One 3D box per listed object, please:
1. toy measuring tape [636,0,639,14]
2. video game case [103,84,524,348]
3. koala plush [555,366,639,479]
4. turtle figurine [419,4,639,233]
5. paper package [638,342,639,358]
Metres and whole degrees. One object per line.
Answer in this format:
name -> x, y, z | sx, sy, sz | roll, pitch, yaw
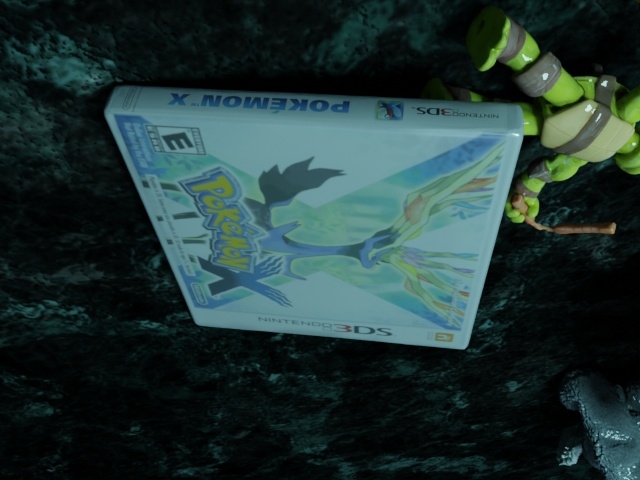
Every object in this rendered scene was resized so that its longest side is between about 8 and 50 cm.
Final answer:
toy measuring tape -> 0.293, -0.157, 0.382 | 0.330, 0.121, 0.121 | 17, 143, 7
video game case -> 0.000, 0.000, 0.612 | 0.300, 0.036, 0.329 | 4, 145, 7
koala plush -> 0.479, 0.317, 1.100 | 0.196, 0.203, 0.221 | -7, 156, -2
turtle figurine -> 0.203, -0.104, 0.530 | 0.217, 0.087, 0.269 | 18, 150, -19
paper package -> 0.563, 0.136, 0.791 | 0.325, 0.168, 0.309 | -4, 141, 17
